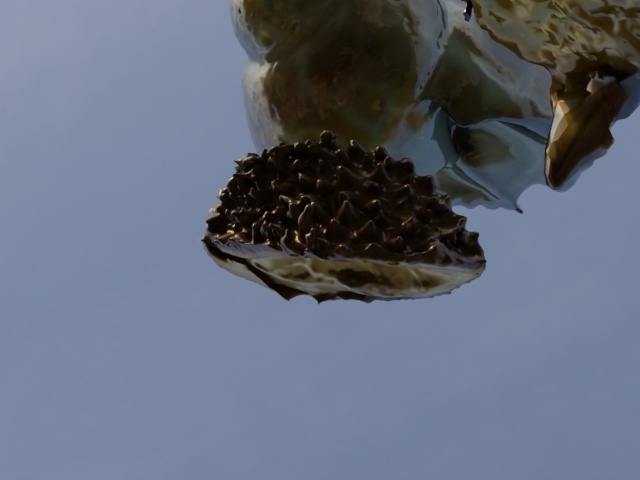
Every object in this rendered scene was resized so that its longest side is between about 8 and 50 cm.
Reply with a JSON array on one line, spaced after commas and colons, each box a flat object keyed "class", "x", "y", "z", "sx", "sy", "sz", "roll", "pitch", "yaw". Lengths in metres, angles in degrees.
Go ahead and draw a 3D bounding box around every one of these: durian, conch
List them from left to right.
[{"class": "durian", "x": 0.004, "y": -0.008, "z": 0.740, "sx": 0.130, "sy": 0.066, "sz": 0.052, "roll": 4, "pitch": -113, "yaw": 30}, {"class": "conch", "x": 0.031, "y": -0.063, "z": 0.799, "sx": 0.173, "sy": 0.116, "sz": 0.106, "roll": 9, "pitch": -102, "yaw": -15}]

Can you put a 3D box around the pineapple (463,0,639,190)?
[{"class": "pineapple", "x": 0.186, "y": -0.112, "z": 0.575, "sx": 0.161, "sy": 0.158, "sz": 0.334, "roll": 37, "pitch": -37, "yaw": -12}]
